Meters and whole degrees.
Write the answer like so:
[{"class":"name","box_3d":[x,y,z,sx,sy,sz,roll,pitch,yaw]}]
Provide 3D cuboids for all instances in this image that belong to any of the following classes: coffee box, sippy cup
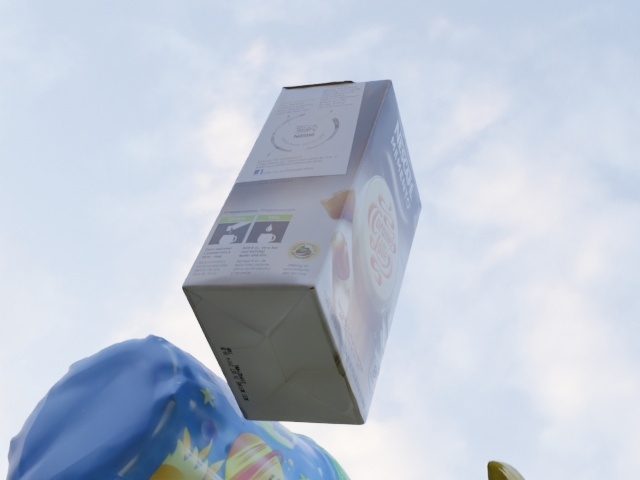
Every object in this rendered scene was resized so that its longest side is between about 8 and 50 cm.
[{"class":"coffee box","box_3d":[0.000,0.000,0.705,0.098,0.246,0.141,-2,-49,20]},{"class":"sippy cup","box_3d":[-0.117,0.203,0.732,0.305,0.240,0.224,-2,-44,40]}]

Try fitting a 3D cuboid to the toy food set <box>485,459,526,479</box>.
[{"class":"toy food set","box_3d":[0.113,0.210,0.418,0.071,0.128,0.218,0,-97,-10]}]
